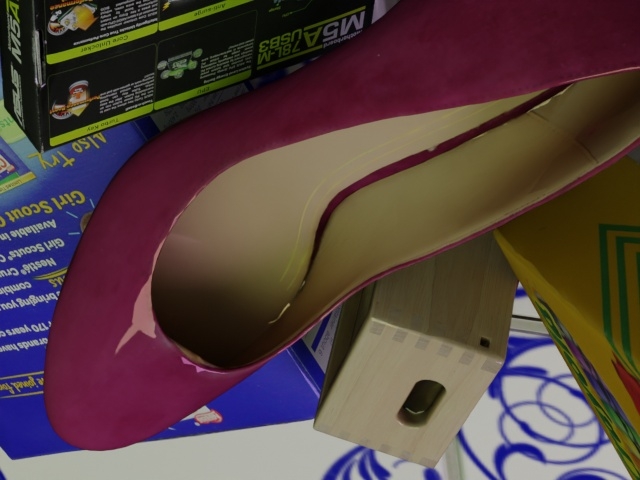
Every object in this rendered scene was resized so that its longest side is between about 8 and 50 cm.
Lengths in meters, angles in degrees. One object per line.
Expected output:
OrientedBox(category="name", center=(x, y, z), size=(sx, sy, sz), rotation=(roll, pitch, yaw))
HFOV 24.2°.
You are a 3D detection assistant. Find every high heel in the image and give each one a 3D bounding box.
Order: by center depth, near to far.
OrientedBox(category="high heel", center=(0.000, 0.000, 0.670), size=(0.127, 0.181, 0.377), rotation=(26, 113, -31))

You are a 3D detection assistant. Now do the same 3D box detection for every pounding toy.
OrientedBox(category="pounding toy", center=(0.064, 0.047, 0.812), size=(0.100, 0.130, 0.141), rotation=(19, 140, -4))

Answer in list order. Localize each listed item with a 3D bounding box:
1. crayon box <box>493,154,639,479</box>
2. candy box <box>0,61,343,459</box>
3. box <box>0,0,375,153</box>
OrientedBox(category="crayon box", center=(0.192, 0.086, 0.690), size=(0.081, 0.318, 0.202), rotation=(-34, 117, -2))
OrientedBox(category="candy box", center=(-0.157, -0.026, 0.873), size=(0.268, 0.122, 0.317), rotation=(-12, 123, 33))
OrientedBox(category="box", center=(-0.053, -0.145, 0.668), size=(0.045, 0.190, 0.184), rotation=(50, 149, 31))
